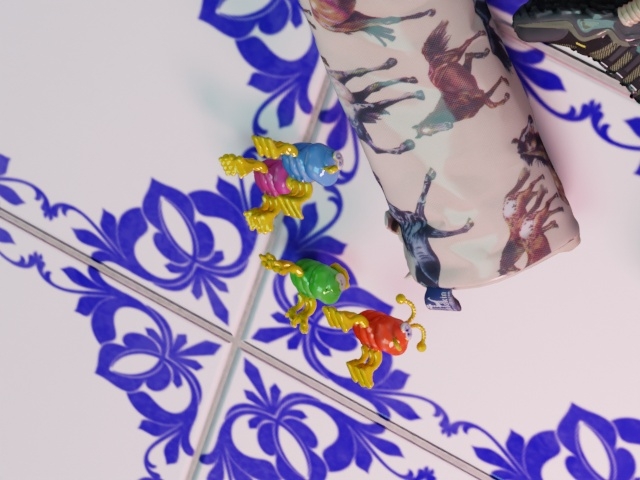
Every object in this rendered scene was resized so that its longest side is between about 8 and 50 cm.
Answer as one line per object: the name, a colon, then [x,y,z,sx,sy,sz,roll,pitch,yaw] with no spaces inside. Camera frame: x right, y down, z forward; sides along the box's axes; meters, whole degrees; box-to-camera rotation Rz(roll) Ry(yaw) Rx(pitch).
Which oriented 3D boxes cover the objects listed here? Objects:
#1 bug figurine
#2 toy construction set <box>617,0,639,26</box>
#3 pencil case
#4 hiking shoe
bug figurine: [0.000,0.000,1.963,0.216,0.072,0.279,21,137,60]
toy construction set: [0.320,-0.312,1.518,0.237,0.309,0.257,-25,113,31]
pencil case: [0.083,-0.144,1.819,0.183,0.160,0.410,-18,110,23]
hiking shoe: [0.277,-0.161,1.753,0.226,0.086,0.114,8,119,22]
